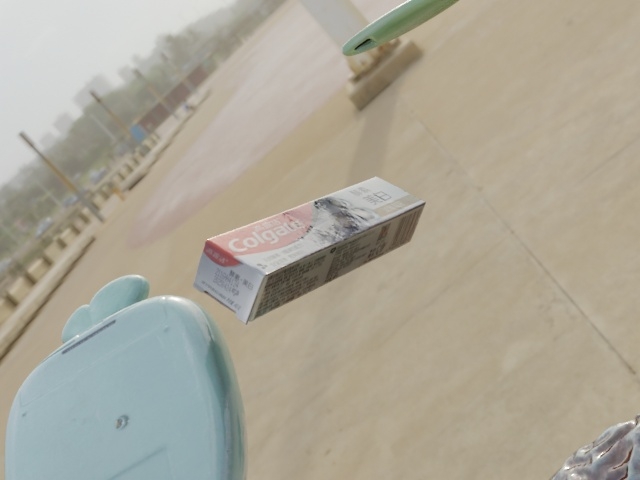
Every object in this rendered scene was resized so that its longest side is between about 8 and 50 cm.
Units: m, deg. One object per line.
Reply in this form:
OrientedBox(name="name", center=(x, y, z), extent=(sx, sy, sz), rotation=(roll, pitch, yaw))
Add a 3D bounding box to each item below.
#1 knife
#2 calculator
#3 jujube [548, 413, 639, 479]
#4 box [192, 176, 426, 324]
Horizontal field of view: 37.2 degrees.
OrientedBox(name="knife", center=(0.140, -0.230, 0.794), extent=(0.293, 0.020, 0.043), rotation=(-26, -27, 20))
OrientedBox(name="calculator", center=(-0.140, 0.131, 0.655), extent=(0.184, 0.042, 0.295), rotation=(-31, 42, 7))
OrientedBox(name="jujube", center=(0.401, 0.322, 1.125), extent=(0.317, 0.226, 0.226), rotation=(-39, 13, 38))
OrientedBox(name="box", center=(0.000, 0.000, 0.693), extent=(0.218, 0.055, 0.039), rotation=(-22, -43, -52))
